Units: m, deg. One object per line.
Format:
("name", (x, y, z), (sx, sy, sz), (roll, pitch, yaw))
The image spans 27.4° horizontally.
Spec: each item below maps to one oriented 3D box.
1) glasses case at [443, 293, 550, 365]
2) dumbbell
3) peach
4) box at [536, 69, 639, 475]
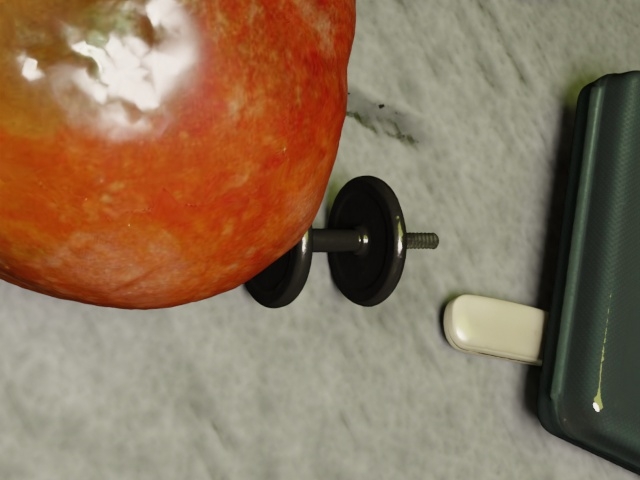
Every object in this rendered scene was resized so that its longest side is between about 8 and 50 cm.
("glasses case", (0.106, 0.052, 0.749), (0.083, 0.021, 0.032), (13, 72, -30))
("dumbbell", (0.000, 0.000, 0.671), (0.147, 0.069, 0.069), (-1, 77, -31))
("peach", (-0.090, -0.093, 0.530), (0.232, 0.257, 0.232), (5, 69, -13))
("box", (0.205, 0.026, 0.789), (0.160, 0.050, 0.230), (27, 63, -33))
